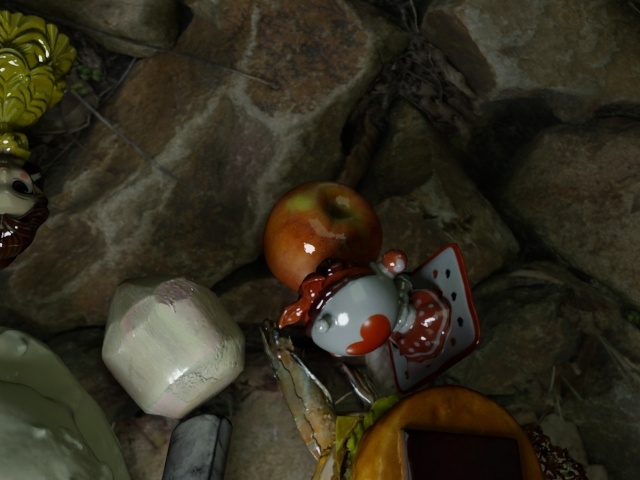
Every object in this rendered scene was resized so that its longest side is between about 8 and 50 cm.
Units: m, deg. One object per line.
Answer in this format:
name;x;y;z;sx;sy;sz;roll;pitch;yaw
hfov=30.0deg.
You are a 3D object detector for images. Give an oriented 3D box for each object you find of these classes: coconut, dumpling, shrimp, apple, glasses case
coconut;-0.186;0.120;1.477;0.171;0.171;0.183;-30;77;-33
dumpling;-0.326;0.299;1.317;0.315;0.233;0.395;35;40;-41
shrimp;0.007;0.201;1.576;0.143;0.052;0.251;-22;77;-42
apple;0.000;0.000;1.642;0.163;0.139;0.163;16;43;-15
glasses case;-0.160;0.349;1.366;0.060;0.114;0.299;26;50;-22

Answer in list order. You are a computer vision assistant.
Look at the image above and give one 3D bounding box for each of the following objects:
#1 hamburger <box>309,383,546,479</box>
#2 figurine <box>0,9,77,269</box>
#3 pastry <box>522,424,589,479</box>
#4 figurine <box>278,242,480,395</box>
hamburger;0.118;0.325;1.420;0.290;0.225;0.291;12;64;-26
figurine;-0.408;-0.125;1.530;0.187;0.168;0.315;23;47;-41
pastry;0.305;0.344;1.570;0.208;0.097;0.115;48;49;10
figurine;0.054;0.092;1.543;0.226;0.183;0.160;9;55;-32
